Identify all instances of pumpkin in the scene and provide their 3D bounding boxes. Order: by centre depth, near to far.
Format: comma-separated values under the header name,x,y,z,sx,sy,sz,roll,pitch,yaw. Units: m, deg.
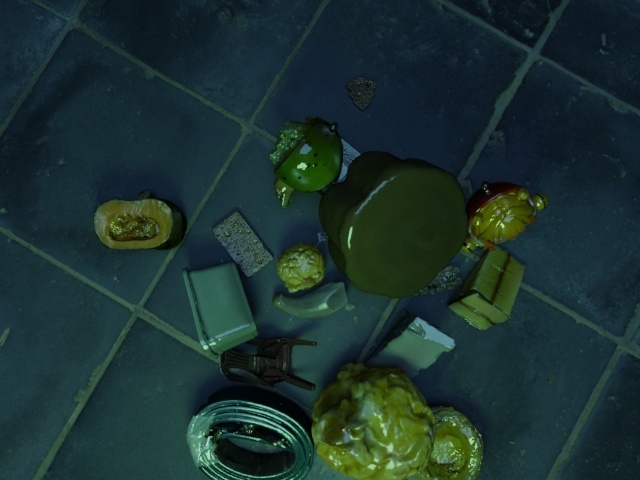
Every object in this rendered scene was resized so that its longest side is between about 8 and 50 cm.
name,x,y,z,sx,sy,sz,roll,pitch,yaw
pumpkin,-0.649,-0.075,1.524,0.317,0.139,0.222,0,90,3

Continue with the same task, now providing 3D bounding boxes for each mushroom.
name,x,y,z,sx,sy,sz,roll,pitch,yaw
mushroom,-0.036,0.222,1.525,0.270,0.103,0.118,-13,87,4

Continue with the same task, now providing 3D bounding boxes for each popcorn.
name,x,y,z,sx,sy,sz,roll,pitch,yaw
popcorn,0.167,0.596,1.394,0.390,0.354,0.344,19,47,-5
popcorn,-0.068,0.095,1.502,0.179,0.180,0.170,9,121,0

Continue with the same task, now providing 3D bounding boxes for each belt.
name,x,y,z,sx,sy,sz,roll,pitch,yaw
belt,-0.234,0.681,1.459,0.436,0.173,0.300,16,90,1

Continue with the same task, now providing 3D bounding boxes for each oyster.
name,x,y,z,sx,sy,sz,roll,pitch,yaw
oyster,0.425,0.164,1.547,0.200,0.061,0.106,-39,89,-2

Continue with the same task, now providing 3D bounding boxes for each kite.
name,x,y,z,sx,sy,sz,roll,pitch,yaw
kite,-0.004,-0.005,1.585,0.078,0.002,0.044,-34,87,-2

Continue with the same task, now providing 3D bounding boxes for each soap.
name,x,y,z,sx,sy,sz,roll,pitch,yaw
soap,0.287,0.391,1.436,0.159,0.258,0.302,35,88,1

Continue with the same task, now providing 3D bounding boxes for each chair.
name,x,y,z,sx,sy,sz,roll,pitch,yaw
chair,-0.191,0.427,1.505,0.326,0.183,0.176,0,86,45

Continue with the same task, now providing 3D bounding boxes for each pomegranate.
name,x,y,z,sx,sy,sz,roll,pitch,yaw
pomegranate,-0.058,-0.258,1.434,0.260,0.260,0.341,34,119,2

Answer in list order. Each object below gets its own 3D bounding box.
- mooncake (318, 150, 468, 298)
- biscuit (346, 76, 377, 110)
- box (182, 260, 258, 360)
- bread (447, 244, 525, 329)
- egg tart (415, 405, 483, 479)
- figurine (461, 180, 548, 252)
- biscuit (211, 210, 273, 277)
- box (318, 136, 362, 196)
name,x,y,z,sx,sy,sz,roll,pitch,yaw
mooncake,0.231,-0.054,1.383,0.466,0.262,0.467,-7,116,-15
biscuit,0.156,-0.554,1.608,0.119,0.019,0.130,-1,86,-1
box,-0.338,0.226,1.460,0.182,0.175,0.312,-18,66,-11
bread,0.612,0.172,1.559,0.167,0.163,0.264,38,56,3
egg tart,0.426,0.719,1.487,0.288,0.118,0.288,0,88,2
figurine,0.593,-0.085,1.425,0.320,0.323,0.196,-34,72,11
biscuit,-0.288,0.015,1.571,0.131,0.025,0.231,-36,87,-3
box,0.050,-0.265,1.573,0.350,0.058,0.211,39,89,3
